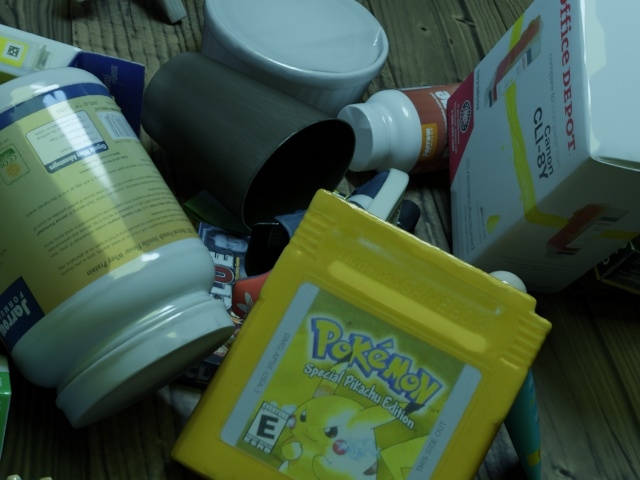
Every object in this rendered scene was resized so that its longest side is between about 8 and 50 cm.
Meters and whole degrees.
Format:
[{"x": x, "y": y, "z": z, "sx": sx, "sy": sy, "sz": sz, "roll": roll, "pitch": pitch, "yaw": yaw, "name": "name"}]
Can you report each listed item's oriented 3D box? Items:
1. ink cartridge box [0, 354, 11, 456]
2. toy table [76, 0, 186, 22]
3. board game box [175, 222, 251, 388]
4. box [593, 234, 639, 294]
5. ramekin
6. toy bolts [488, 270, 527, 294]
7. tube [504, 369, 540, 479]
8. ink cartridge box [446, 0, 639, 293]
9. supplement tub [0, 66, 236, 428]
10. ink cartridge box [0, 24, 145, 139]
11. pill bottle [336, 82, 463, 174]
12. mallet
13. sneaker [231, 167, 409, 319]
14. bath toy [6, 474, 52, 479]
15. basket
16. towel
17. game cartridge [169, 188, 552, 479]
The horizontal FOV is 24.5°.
[{"x": -0.401, "y": 0.149, "z": 1.375, "sx": 0.208, "sy": 0.087, "sz": 0.153, "roll": 9, "pitch": 8, "yaw": -15, "name": "ink cartridge box"}, {"x": -0.270, "y": -0.454, "z": 2.144, "sx": 0.274, "sy": 0.252, "sz": 0.161, "roll": -38, "pitch": 49, "yaw": -1, "name": "toy table"}, {"x": -0.077, "y": 0.085, "z": 1.700, "sx": 0.165, "sy": 0.042, "sz": 0.243, "roll": 14, "pitch": 36, "yaw": -9, "name": "board game box"}, {"x": 0.488, "y": -0.020, "z": 1.989, "sx": 0.322, "sy": 0.079, "sz": 0.257, "roll": 18, "pitch": 46, "yaw": -28, "name": "box"}, {"x": -0.048, "y": -0.261, "z": 2.088, "sx": 0.273, "sy": 0.127, "sz": 0.273, "roll": 13, "pitch": 36, "yaw": -10, "name": "ramekin"}, {"x": 0.121, "y": 0.113, "z": 1.661, "sx": 0.218, "sy": 0.158, "sz": 0.228, "roll": 23, "pitch": 36, "yaw": 3, "name": "toy bolts"}, {"x": 0.216, "y": 0.185, "z": 1.604, "sx": 0.052, "sy": 0.207, "sz": 0.080, "roll": -8, "pitch": 35, "yaw": 16, "name": "tube"}, {"x": 0.303, "y": -0.132, "z": 1.809, "sx": 0.160, "sy": 0.385, "sz": 0.279, "roll": 8, "pitch": 66, "yaw": -17, "name": "ink cartridge box"}, {"x": -0.248, "y": 0.008, "z": 1.502, "sx": 0.228, "sy": 0.228, "sz": 0.316, "roll": -23, "pitch": 77, "yaw": -44, "name": "supplement tub"}, {"x": -0.362, "y": -0.165, "z": 1.692, "sx": 0.307, "sy": 0.303, "sz": 0.072, "roll": 19, "pitch": 72, "yaw": -2, "name": "ink cartridge box"}, {"x": 0.131, "y": -0.152, "z": 2.039, "sx": 0.216, "sy": 0.121, "sz": 0.121, "roll": -10, "pitch": 46, "yaw": -35, "name": "pill bottle"}, {"x": 0.036, "y": -0.047, "z": 1.937, "sx": 0.189, "sy": 0.039, "sz": 0.062, "roll": 17, "pitch": 38, "yaw": 4, "name": "mallet"}, {"x": 0.000, "y": 0.000, "z": 1.708, "sx": 0.148, "sy": 0.131, "sz": 0.350, "roll": 17, "pitch": 30, "yaw": 11, "name": "sneaker"}, {"x": -0.373, "y": 0.285, "z": 1.242, "sx": 0.348, "sy": 0.129, "sz": 0.151, "roll": -4, "pitch": -2, "yaw": -32, "name": "bath toy"}, {"x": -0.107, "y": -0.132, "z": 1.850, "sx": 0.227, "sy": 0.154, "sz": 0.204, "roll": 33, "pitch": 43, "yaw": 28, "name": "basket"}, {"x": -0.091, "y": -0.043, "z": 1.881, "sx": 0.113, "sy": 0.023, "sz": 0.152, "roll": 33, "pitch": 40, "yaw": 19, "name": "towel"}, {"x": 0.045, "y": 0.148, "z": 1.503, "sx": 0.285, "sy": 0.053, "sz": 0.324, "roll": 27, "pitch": 81, "yaw": 9, "name": "game cartridge"}]
